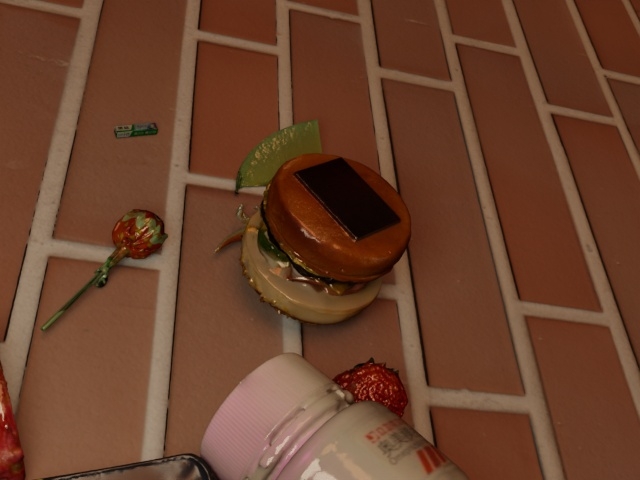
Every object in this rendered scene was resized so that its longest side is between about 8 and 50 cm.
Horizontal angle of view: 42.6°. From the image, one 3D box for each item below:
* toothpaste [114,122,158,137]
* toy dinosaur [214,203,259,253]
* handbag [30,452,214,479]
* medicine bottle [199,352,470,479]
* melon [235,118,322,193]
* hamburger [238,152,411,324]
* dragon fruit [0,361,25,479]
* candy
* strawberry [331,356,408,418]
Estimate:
[{"bbox_3d":[-0.365,-0.218,1.627,0.083,0.017,0.020,-10,55,-27],"label":"toothpaste"},{"bbox_3d":[-0.116,-0.017,1.533,0.106,0.044,0.187,34,45,-11],"label":"toy dinosaur"},{"bbox_3d":[-0.273,0.439,1.025,0.330,0.122,0.303,-3,52,-21],"label":"handbag"},{"bbox_3d":[0.017,0.331,1.130,0.325,0.256,0.256,37,48,26],"label":"medicine bottle"},{"bbox_3d":[-0.085,-0.157,1.673,0.262,0.053,0.114,-34,86,-34],"label":"melon"},{"bbox_3d":[0.000,0.000,1.431,0.291,0.225,0.291,16,44,-17],"label":"hamburger"},{"bbox_3d":[-0.523,0.221,1.113,0.212,0.134,0.262,-20,61,-22],"label":"dragon fruit"},{"bbox_3d":[-0.359,0.051,1.362,0.084,0.078,0.287,10,44,29],"label":"candy"},{"bbox_3d":[0.065,0.266,1.298,0.131,0.131,0.148,28,49,4],"label":"strawberry"}]
